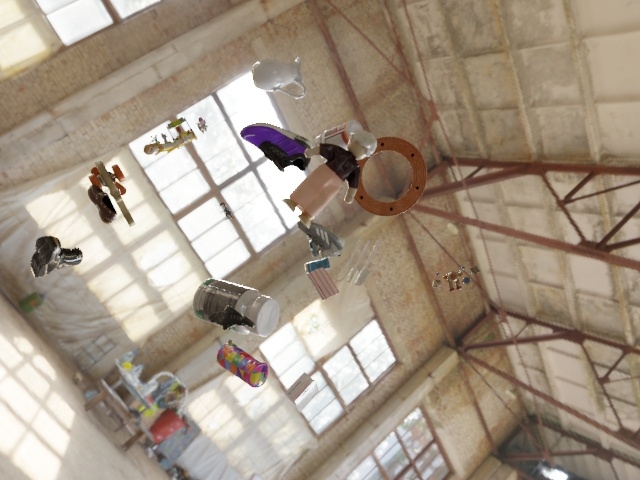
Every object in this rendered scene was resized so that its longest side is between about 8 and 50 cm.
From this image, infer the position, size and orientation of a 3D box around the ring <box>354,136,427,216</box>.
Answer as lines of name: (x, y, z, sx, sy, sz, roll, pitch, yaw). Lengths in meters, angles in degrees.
ring: (0.284, -0.270, 2.258, 0.337, 0.336, 0.032, 48, 15, 13)

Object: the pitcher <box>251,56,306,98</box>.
pitcher: (-0.167, -0.660, 2.189, 0.125, 0.207, 0.178, 135, -58, -70)

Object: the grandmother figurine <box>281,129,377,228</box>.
grandmother figurine: (0.036, -0.208, 1.620, 0.208, 0.342, 0.104, 47, -5, -21)

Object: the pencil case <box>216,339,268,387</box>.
pencil case: (-0.285, 0.451, 1.950, 0.236, 0.104, 0.105, 20, -37, 47)

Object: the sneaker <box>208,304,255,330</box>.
sneaker: (-0.329, 0.304, 1.982, 0.170, 0.089, 0.051, 29, -16, 24)

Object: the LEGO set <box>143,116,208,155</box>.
LEGO set: (-0.593, -0.419, 2.105, 0.107, 0.287, 0.132, 61, -30, -4)

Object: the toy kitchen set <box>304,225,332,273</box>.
toy kitchen set: (-0.009, 0.046, 2.604, 0.166, 0.122, 0.207, -14, -89, 64)

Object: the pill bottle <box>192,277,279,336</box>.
pill bottle: (-0.378, 0.302, 2.394, 0.360, 0.204, 0.204, 11, -40, 30)

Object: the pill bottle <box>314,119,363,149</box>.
pill bottle: (0.085, -0.472, 2.483, 0.221, 0.121, 0.121, -13, -65, 43)

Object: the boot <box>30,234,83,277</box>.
boot: (-0.728, 0.029, 1.511, 0.197, 0.137, 0.077, -32, -101, 44)

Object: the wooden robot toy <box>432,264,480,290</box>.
wooden robot toy: (0.473, 0.134, 1.858, 0.079, 0.173, 0.076, 30, 46, -77)

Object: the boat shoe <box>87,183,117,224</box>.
boat shoe: (-0.920, -0.167, 2.265, 0.073, 0.073, 0.207, -47, -111, 27)

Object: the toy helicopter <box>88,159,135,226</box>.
toy helicopter: (-0.964, -0.217, 2.498, 0.235, 0.140, 0.355, 38, -28, 47)

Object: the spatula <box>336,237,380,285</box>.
spatula: (0.180, 0.092, 2.416, 0.019, 0.242, 0.168, 42, -23, -31)

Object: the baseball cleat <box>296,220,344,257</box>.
baseball cleat: (0.000, 0.000, 1.868, 0.205, 0.110, 0.072, 22, -19, -28)

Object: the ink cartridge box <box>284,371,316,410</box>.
ink cartridge box: (-0.072, 0.580, 2.050, 0.067, 0.115, 0.198, 38, -20, 21)

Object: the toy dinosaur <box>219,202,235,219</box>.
toy dinosaur: (-0.450, -0.140, 2.537, 0.090, 0.047, 0.082, 3, 70, -73)

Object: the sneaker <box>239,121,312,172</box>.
sneaker: (-0.157, -0.330, 1.952, 0.102, 0.293, 0.146, -27, -124, 54)

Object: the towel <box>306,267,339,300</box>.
towel: (0.009, 0.199, 2.426, 0.144, 0.029, 0.197, 57, 22, 8)
